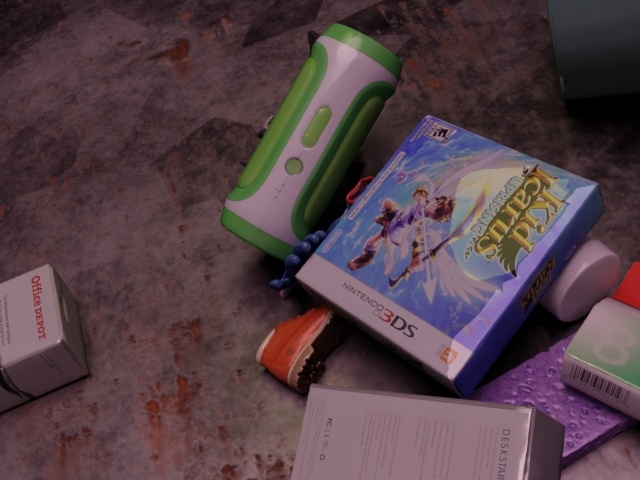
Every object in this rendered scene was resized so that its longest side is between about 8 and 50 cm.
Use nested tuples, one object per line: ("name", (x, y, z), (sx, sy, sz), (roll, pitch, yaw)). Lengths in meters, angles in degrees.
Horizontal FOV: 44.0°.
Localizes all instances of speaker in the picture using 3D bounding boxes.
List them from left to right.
("speaker", (-0.013, -0.125, 1.034), (0.131, 0.131, 0.296), (32, 94, 35))

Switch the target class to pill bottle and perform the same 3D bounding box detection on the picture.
("pill bottle", (0.253, -0.002, 0.970), (0.119, 0.119, 0.208), (-33, 50, -13))

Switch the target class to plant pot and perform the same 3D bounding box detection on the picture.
("plant pot", (0.487, -0.345, 1.084), (0.334, 0.341, 0.341), (-8, 48, 20))

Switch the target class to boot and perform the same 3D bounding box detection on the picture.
("boot", (-0.015, 0.108, 0.994), (0.084, 0.059, 0.158), (19, 59, 35))

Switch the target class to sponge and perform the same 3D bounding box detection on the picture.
("sponge", (0.249, 0.186, 0.866), (0.210, 0.031, 0.117), (-28, 49, -9))

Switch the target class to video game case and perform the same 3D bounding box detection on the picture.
("video game case", (0.143, 0.004, 0.908), (0.244, 0.061, 0.269), (31, 77, 37))

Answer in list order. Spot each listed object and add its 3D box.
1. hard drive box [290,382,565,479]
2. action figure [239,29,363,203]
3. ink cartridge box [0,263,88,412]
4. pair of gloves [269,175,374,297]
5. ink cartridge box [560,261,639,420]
("hard drive box", (0.088, 0.236, 0.720), (0.232, 0.089, 0.181), (-1, 68, 36))
("action figure", (-0.011, -0.155, 1.166), (0.164, 0.141, 0.276), (23, 96, 1))
("ink cartridge box", (-0.430, 0.143, 1.057), (0.208, 0.087, 0.153), (-23, 47, -3))
("pair of gloves", (0.000, 0.000, 1.024), (0.023, 0.159, 0.198), (41, 66, 8))
("ink cartridge box", (0.389, 0.105, 0.854), (0.181, 0.056, 0.225), (25, 52, 28))
